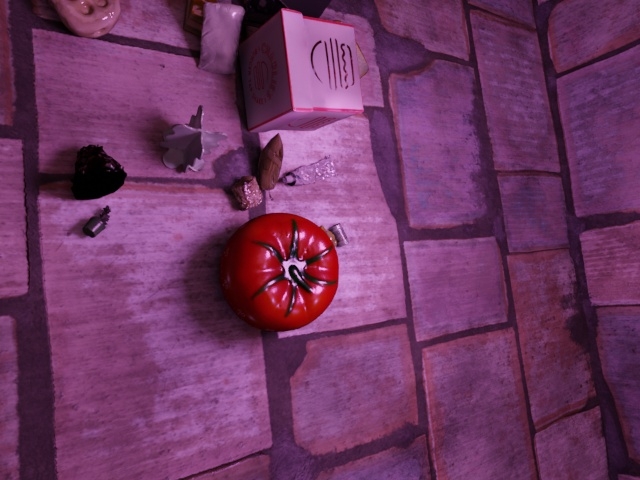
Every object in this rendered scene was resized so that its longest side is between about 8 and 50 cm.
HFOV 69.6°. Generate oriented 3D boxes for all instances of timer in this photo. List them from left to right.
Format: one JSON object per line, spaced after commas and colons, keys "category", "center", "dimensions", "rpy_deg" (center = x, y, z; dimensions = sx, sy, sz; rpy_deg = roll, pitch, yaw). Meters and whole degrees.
{"category": "timer", "center": [-0.133, 0.100, 1.466], "dimensions": [0.378, 0.279, 0.378], "rpy_deg": [5, 80, -30]}

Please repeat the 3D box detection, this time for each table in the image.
{"category": "table", "center": [-0.391, -0.307, 1.412], "dimensions": [0.167, 0.198, 0.166], "rpy_deg": [6, 78, -32]}

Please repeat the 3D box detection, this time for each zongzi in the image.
{"category": "zongzi", "center": [-0.168, -0.250, 1.560], "dimensions": [0.081, 0.178, 0.189], "rpy_deg": [10, 77, -13]}

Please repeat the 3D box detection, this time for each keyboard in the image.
{"category": "keyboard", "center": [-0.239, -0.767, 1.593], "dimensions": [0.093, 0.230, 0.025], "rpy_deg": [-49, 149, -32]}

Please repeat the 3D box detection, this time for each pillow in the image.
{"category": "pillow", "center": [-0.326, -0.658, 1.509], "dimensions": [0.128, 0.229, 0.051], "rpy_deg": [2, 43, -21]}

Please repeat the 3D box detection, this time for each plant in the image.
{"category": "plant", "center": [-0.628, -0.056, 1.311], "dimensions": [0.051, 0.051, 0.102], "rpy_deg": [43, 49, -20]}

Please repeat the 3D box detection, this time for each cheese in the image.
{"category": "cheese", "center": [-0.694, -0.711, 1.334], "dimensions": [0.218, 0.117, 0.235], "rpy_deg": [18, 74, -28]}

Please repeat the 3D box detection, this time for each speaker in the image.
{"category": "speaker", "center": [-0.116, -0.871, 1.693], "dimensions": [0.232, 0.184, 0.254], "rpy_deg": [38, 67, -22]}

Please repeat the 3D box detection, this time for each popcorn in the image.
{"category": "popcorn", "center": [-0.001, 0.000, 1.684], "dimensions": [0.109, 0.089, 0.097], "rpy_deg": [17, 108, -20]}

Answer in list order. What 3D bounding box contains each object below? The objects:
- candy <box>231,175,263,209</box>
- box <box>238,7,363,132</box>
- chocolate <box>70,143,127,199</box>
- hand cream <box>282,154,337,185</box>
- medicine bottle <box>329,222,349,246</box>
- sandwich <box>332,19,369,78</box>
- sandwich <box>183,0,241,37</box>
{"category": "candy", "center": [-0.247, -0.159, 1.551], "dimensions": [0.095, 0.085, 0.110], "rpy_deg": [-41, 114, -37]}
{"category": "box", "center": [-0.071, -0.555, 1.581], "dimensions": [0.300, 0.312, 0.314], "rpy_deg": [-9, 94, -36]}
{"category": "chocolate", "center": [-0.640, -0.205, 1.292], "dimensions": [0.156, 0.156, 0.133], "rpy_deg": [-24, 76, -33]}
{"category": "hand cream", "center": [-0.042, -0.249, 1.718], "dimensions": [0.257, 0.050, 0.084], "rpy_deg": [-26, 98, -39]}
{"category": "medicine bottle", "center": [0.073, -0.021, 1.754], "dimensions": [0.047, 0.047, 0.083], "rpy_deg": [-31, 99, -32]}
{"category": "sandwich", "center": [0.062, -0.734, 1.839], "dimensions": [0.226, 0.087, 0.251], "rpy_deg": [-43, 108, -28]}
{"category": "sandwich", "center": [-0.360, -0.762, 1.555], "dimensions": [0.187, 0.117, 0.144], "rpy_deg": [16, 77, -29]}
